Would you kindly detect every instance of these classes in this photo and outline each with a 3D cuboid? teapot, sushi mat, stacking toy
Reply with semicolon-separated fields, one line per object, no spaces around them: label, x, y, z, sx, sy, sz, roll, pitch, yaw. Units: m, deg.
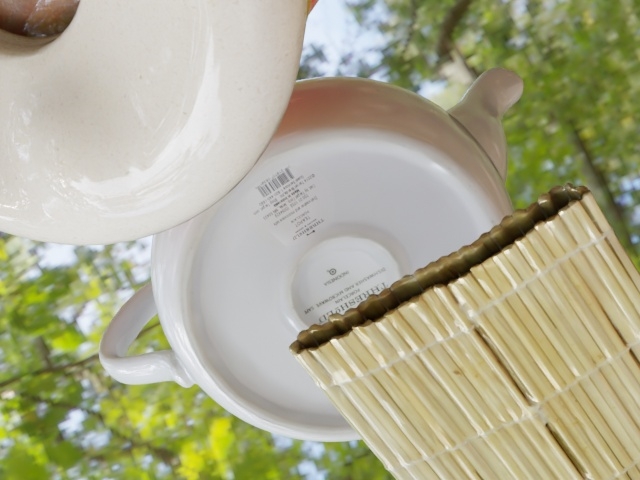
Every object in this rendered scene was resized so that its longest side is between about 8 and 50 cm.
teapot;0.000;0.000;1.010;0.256;0.252;0.187;10;-161;-12
sushi mat;0.127;0.115;0.735;0.316;0.151;0.019;53;-165;-34
stacking toy;-0.073;-0.240;0.936;0.350;0.350;0.480;56;-141;-8
